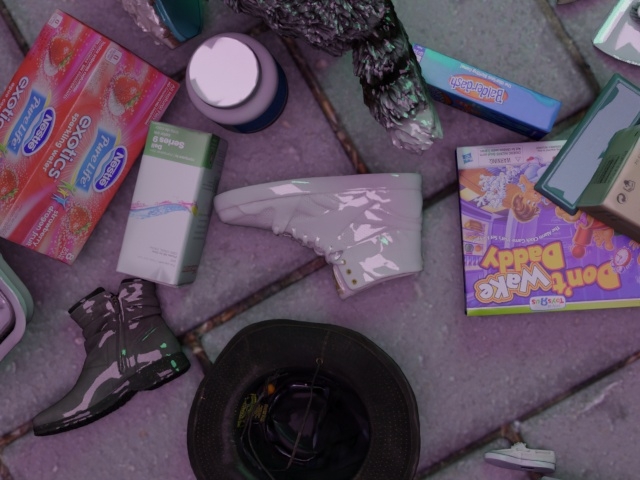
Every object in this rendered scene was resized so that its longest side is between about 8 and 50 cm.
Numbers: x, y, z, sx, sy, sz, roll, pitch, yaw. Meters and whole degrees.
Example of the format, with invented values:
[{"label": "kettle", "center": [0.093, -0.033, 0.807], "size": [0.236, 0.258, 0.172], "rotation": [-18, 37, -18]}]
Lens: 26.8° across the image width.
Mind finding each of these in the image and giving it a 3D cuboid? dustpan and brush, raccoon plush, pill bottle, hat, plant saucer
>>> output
[{"label": "dustpan and brush", "center": [0.498, -0.278, 1.841], "size": [0.211, 0.060, 0.147], "rotation": [34, 92, 6]}, {"label": "raccoon plush", "center": [-0.070, -0.269, 1.641], "size": [0.299, 0.216, 0.446], "rotation": [-21, 89, 13]}, {"label": "pill bottle", "center": [-0.113, -0.212, 1.807], "size": [0.124, 0.221, 0.124], "rotation": [0, 90, 4]}, {"label": "hat", "center": [-0.009, 0.265, 1.844], "size": [0.331, 0.134, 0.331], "rotation": [-4, 79, 19]}, {"label": "plant saucer", "center": [0.367, -0.129, 1.797], "size": [0.067, 0.018, 0.192], "rotation": [35, 91, 3]}]

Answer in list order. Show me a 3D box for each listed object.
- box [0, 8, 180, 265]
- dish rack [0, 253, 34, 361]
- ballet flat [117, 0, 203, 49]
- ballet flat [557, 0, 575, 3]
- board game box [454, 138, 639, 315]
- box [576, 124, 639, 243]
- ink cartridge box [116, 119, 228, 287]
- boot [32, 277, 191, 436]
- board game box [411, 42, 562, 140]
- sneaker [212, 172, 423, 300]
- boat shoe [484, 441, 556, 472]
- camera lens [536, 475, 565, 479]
[{"label": "box", "center": [-0.350, -0.139, 1.837], "size": [0.142, 0.154, 0.300], "rotation": [33, 92, 38]}, {"label": "dish rack", "center": [-0.542, 0.081, 1.854], "size": [0.285, 0.072, 0.333], "rotation": [50, 125, 3]}, {"label": "ballet flat", "center": [-0.276, -0.447, 1.883], "size": [0.147, 0.147, 0.409], "rotation": [-16, 86, 4]}, {"label": "ballet flat", "center": [0.399, -0.378, 1.857], "size": [0.052, 0.057, 0.168], "rotation": [43, 93, -7]}, {"label": "board game box", "center": [0.365, -0.022, 1.845], "size": [0.347, 0.078, 0.233], "rotation": [-4, 90, 4]}, {"label": "box", "center": [0.502, -0.020, 1.721], "size": [0.311, 0.148, 0.121], "rotation": [30, 89, -1]}, {"label": "ink cartridge box", "center": [-0.202, -0.048, 1.846], "size": [0.093, 0.154, 0.212], "rotation": [12, 91, 4]}, {"label": "boot", "center": [-0.318, 0.162, 1.902], "size": [0.246, 0.083, 0.161], "rotation": [-28, 81, -2]}, {"label": "board game box", "center": [0.213, -0.198, 1.816], "size": [0.210, 0.160, 0.047], "rotation": [23, 92, 4]}, {"label": "sneaker", "center": [0.000, 0.000, 1.856], "size": [0.292, 0.108, 0.169], "rotation": [-4, 87, 3]}, {"label": "boat shoe", "center": [0.279, 0.299, 1.876], "size": [0.100, 0.035, 0.035], "rotation": [6, 63, 8]}, {"label": "camera lens", "center": [0.392, 0.449, 1.771], "size": [0.274, 0.219, 0.219], "rotation": [17, 91, 4]}]
